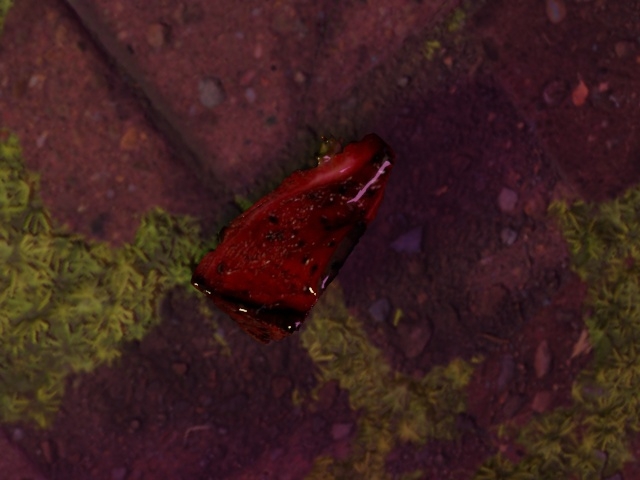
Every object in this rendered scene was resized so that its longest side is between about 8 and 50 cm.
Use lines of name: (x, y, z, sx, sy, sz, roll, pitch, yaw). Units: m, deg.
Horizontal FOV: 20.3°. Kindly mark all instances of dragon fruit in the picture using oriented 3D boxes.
dragon fruit: (-0.015, -0.013, 1.446, 0.092, 0.122, 0.192, 40, 87, -7)
